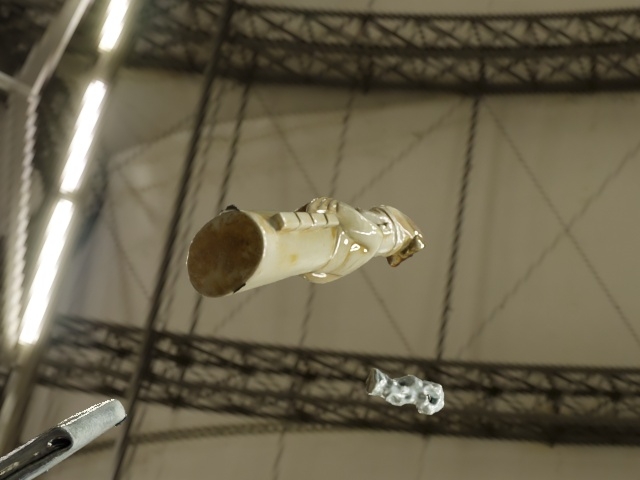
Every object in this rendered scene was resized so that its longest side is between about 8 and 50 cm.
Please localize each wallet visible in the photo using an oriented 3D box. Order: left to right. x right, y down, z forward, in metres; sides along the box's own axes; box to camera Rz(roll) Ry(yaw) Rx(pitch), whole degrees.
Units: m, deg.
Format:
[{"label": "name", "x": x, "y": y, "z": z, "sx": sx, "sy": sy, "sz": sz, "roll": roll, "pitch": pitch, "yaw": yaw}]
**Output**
[{"label": "wallet", "x": -0.288, "y": 0.214, "z": 1.270, "sx": 0.222, "sy": 0.036, "sz": 0.167, "roll": -33, "pitch": 177, "yaw": 9}]

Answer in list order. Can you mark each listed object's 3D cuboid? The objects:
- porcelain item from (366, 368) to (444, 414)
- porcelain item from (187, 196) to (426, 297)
[{"label": "porcelain item", "x": 0.088, "y": 0.153, "z": 1.435, "sx": 0.028, "sy": 0.083, "sz": 0.036, "roll": 140, "pitch": -34, "yaw": -63}, {"label": "porcelain item", "x": 0.000, "y": 0.000, "z": 1.028, "sx": 0.084, "sy": 0.213, "sz": 0.054, "roll": -35, "pitch": -106, "yaw": 35}]
